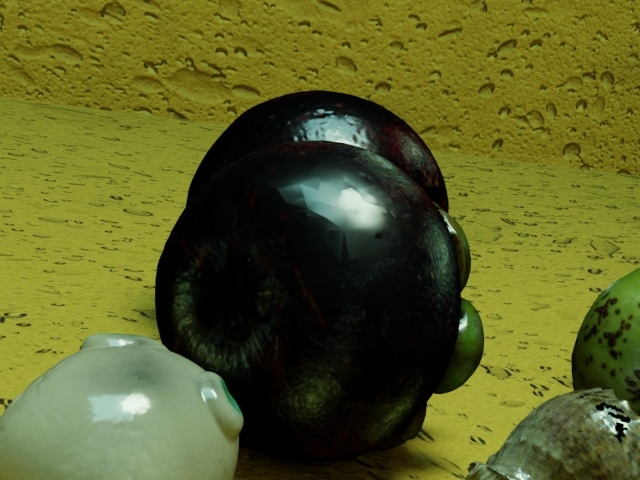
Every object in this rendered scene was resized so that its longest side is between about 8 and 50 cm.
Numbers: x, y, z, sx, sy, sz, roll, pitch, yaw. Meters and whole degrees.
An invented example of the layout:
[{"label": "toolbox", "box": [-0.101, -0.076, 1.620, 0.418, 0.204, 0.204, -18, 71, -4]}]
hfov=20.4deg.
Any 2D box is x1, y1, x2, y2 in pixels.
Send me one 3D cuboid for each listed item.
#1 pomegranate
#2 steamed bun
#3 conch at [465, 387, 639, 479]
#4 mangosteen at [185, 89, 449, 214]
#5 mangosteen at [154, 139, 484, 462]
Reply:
[{"label": "pomegranate", "box": [0.368, 0.143, 1.758, 0.214, 0.214, 0.248, -8, 54, -53]}, {"label": "steamed bun", "box": [-0.149, 0.149, 1.361, 0.177, 0.131, 0.228, 30, 25, 19]}, {"label": "conch", "box": [0.229, 0.204, 1.604, 0.207, 0.130, 0.155, -14, -19, -7]}, {"label": "mangosteen", "box": [-0.009, -0.001, 1.918, 0.296, 0.314, 0.297, 10, -25, 5]}, {"label": "mangosteen", "box": [0.001, 0.051, 1.612, 0.300, 0.300, 0.300, 9, 13, -2]}]
